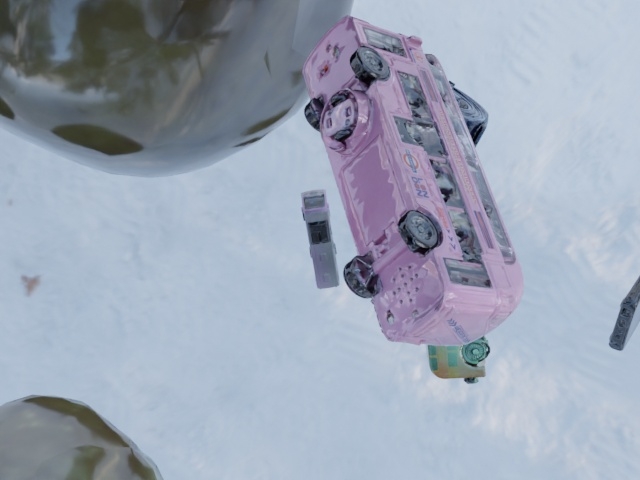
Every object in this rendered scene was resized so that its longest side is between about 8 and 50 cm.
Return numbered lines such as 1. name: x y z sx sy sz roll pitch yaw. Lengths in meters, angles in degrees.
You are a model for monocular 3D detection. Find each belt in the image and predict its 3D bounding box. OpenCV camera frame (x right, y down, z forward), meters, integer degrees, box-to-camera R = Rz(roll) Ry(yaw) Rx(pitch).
1. belt: 0.200 -0.219 1.622 0.141 0.190 0.082 7 120 -31

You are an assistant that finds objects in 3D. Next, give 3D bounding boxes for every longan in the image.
1. longan: -0.153 -0.227 0.854 0.404 0.404 0.336 -13 88 6

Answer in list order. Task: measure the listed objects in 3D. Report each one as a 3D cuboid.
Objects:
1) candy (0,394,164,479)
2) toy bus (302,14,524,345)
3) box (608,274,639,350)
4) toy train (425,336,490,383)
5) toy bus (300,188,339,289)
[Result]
1. candy: -0.159 0.158 0.364 0.102 0.234 0.104 21 127 35
2. toy bus: 0.050 -0.036 0.560 0.063 0.090 0.203 -42 52 40
3. box: 0.490 0.095 1.495 0.027 0.126 0.125 26 55 24
4. toy train: 0.208 0.130 1.480 0.099 0.072 0.188 -4 97 5
5. toy bus: 0.000 0.000 1.237 0.037 0.052 0.130 -8 124 2
